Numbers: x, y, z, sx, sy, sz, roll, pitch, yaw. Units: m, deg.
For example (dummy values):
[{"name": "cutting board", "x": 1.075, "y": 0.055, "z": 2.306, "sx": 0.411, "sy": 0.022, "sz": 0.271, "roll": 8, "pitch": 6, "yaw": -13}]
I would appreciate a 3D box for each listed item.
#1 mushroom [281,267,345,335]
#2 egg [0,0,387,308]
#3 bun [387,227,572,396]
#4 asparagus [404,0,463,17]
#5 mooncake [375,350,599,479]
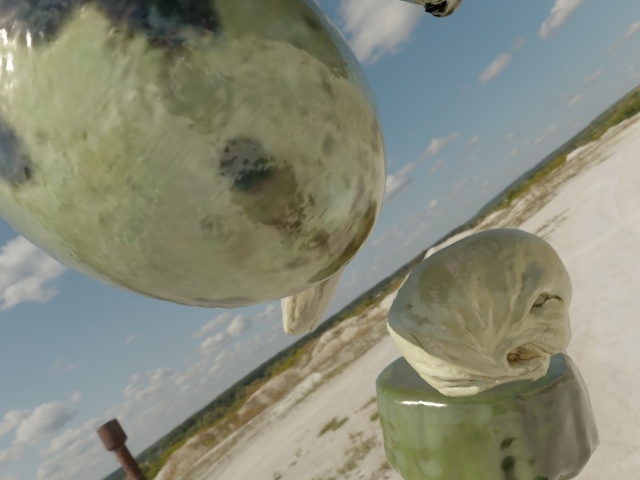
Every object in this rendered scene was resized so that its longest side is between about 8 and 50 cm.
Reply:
[{"name": "mushroom", "x": 0.000, "y": -0.001, "z": 1.054, "sx": 0.154, "sy": 0.138, "sz": 0.407, "roll": -71, "pitch": 1, "yaw": -66}, {"name": "egg", "x": -0.137, "y": -0.112, "z": 0.486, "sx": 0.345, "sy": 0.428, "sz": 0.345, "roll": -48, "pitch": -12, "yaw": -13}, {"name": "bun", "x": 0.203, "y": 0.102, "z": 0.595, "sx": 0.231, "sy": 0.231, "sz": 0.133, "roll": -37, "pitch": 29, "yaw": 9}, {"name": "asparagus", "x": -0.009, "y": -0.269, "z": 0.315, "sx": 0.108, "sy": 0.128, "sz": 0.382, "roll": -33, "pitch": -24, "yaw": 33}, {"name": "mooncake", "x": 0.280, "y": 0.301, "z": 0.877, "sx": 0.357, "sy": 0.194, "sz": 0.356, "roll": -12, "pitch": 3, "yaw": 1}]
